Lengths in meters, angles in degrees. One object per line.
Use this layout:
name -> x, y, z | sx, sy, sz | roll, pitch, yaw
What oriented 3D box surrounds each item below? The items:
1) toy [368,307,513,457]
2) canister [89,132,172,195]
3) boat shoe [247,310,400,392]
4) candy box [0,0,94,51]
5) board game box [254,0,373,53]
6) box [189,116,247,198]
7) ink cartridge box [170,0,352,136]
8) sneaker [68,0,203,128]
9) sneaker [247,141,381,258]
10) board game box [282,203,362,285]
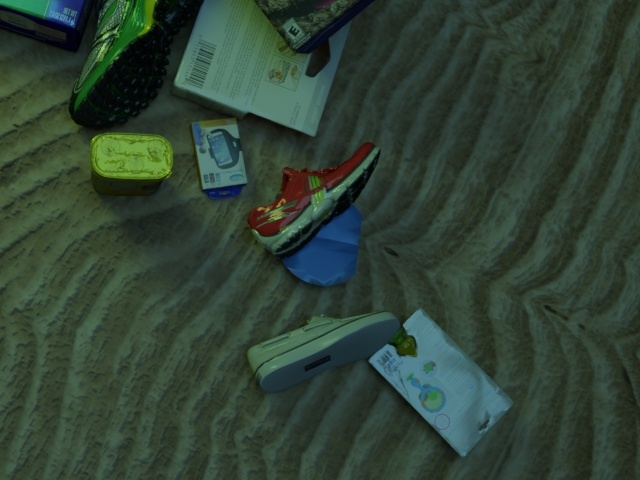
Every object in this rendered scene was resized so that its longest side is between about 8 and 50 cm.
toy -> 0.210, 0.251, 1.660 | 0.137, 0.056, 0.237 | -44, 90, -12
canister -> -0.310, -0.119, 1.511 | 0.126, 0.170, 0.073 | 1, 82, -15
boat shoe -> 0.004, 0.172, 1.600 | 0.267, 0.096, 0.088 | -24, 51, -11
candy box -> -0.486, -0.513, 1.543 | 0.268, 0.122, 0.317 | 16, 77, -12
board game box -> -0.031, -0.492, 1.535 | 0.232, 0.141, 0.291 | -38, 93, 13
box -> -0.176, -0.142, 1.624 | 0.081, 0.028, 0.136 | -10, 83, -16
ink cartridge box -> -0.095, -0.353, 1.654 | 0.261, 0.066, 0.296 | 20, 78, -12
sneaker -> -0.327, -0.344, 1.579 | 0.146, 0.134, 0.343 | 25, 82, 27
sneaker -> -0.010, -0.095, 1.604 | 0.279, 0.107, 0.118 | -40, 76, -21
board game box -> 0.000, 0.000, 1.651 | 0.133, 0.033, 0.169 | 10, 75, -9
